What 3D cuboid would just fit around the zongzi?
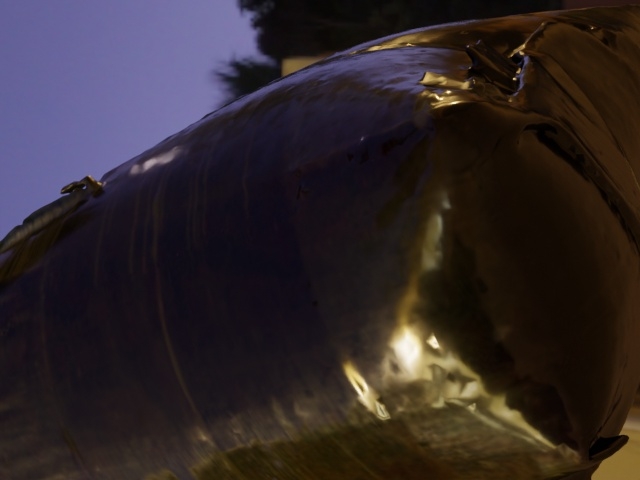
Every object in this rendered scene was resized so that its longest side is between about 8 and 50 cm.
[{"bbox_3d":[0.000,0.000,0.610,0.207,0.403,0.432,61,-149,-14],"label":"zongzi"}]
